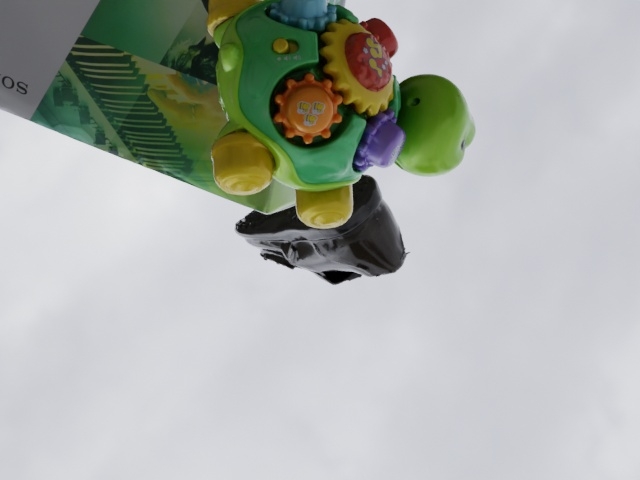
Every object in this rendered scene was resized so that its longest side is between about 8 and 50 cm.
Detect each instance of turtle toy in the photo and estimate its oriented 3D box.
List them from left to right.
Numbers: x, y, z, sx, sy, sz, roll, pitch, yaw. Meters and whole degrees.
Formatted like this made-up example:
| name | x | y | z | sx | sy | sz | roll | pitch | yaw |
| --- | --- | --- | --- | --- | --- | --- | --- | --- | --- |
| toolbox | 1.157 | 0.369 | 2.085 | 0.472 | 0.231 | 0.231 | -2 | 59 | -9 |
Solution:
| name | x | y | z | sx | sy | sz | roll | pitch | yaw |
| --- | --- | --- | --- | --- | --- | --- | --- | --- | --- |
| turtle toy | 0.008 | -0.058 | 0.813 | 0.066 | 0.130 | 0.095 | -24 | -122 | 37 |

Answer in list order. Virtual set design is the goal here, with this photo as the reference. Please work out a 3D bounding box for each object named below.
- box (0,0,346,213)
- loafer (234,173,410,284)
| name | x | y | z | sx | sy | sz | roll | pitch | yaw |
| --- | --- | --- | --- | --- | --- | --- | --- | --- | --- |
| box | -0.086 | -0.200 | 1.098 | 0.232 | 0.322 | 0.058 | 21 | -155 | 26 |
| loafer | 0.000 | 0.000 | 1.453 | 0.080 | 0.078 | 0.220 | -38 | -167 | -12 |
